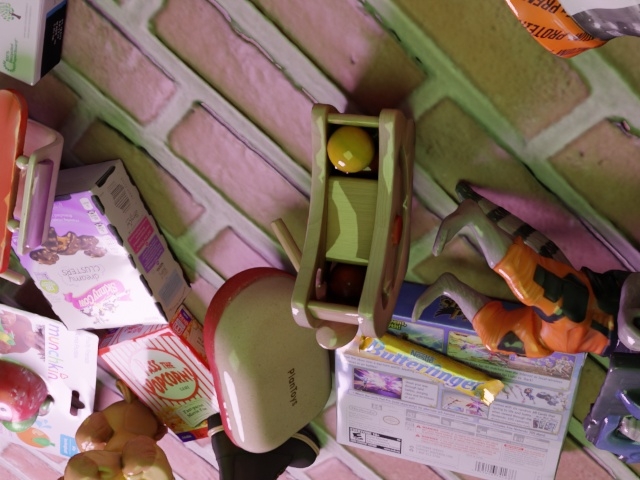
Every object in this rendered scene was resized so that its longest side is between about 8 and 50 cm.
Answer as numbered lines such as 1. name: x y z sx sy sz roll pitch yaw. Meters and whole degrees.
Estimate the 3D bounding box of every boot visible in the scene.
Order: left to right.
1. boot: -0.071 0.309 1.113 0.077 0.137 0.198 -29 143 31

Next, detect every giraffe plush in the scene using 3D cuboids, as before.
1. giraffe plush: -0.271 0.289 1.191 0.210 0.170 0.181 8 127 -35

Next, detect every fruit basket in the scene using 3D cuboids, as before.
1. fruit basket: -0.491 0.191 1.209 0.353 0.165 0.327 21 133 3

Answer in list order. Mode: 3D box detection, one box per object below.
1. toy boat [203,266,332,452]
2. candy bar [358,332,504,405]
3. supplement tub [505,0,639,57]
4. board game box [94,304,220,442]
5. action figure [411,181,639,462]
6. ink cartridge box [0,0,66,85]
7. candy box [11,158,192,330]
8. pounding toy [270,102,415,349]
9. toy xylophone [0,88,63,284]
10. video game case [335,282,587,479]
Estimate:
1. toy boat: -0.082 0.128 1.029 0.151 0.151 0.231 31 141 37
2. candy bar: 0.116 0.134 0.931 0.162 0.018 0.040 22 132 3
3. supplement tub: 0.263 -0.254 0.501 0.338 0.207 0.207 -25 115 35
4. board game box: -0.185 0.182 1.158 0.147 0.045 0.193 -21 117 34
5. action figure: 0.262 0.040 0.757 0.330 0.178 0.341 18 144 8
6. ink cartridge box: -0.407 -0.293 0.841 0.333 0.065 0.165 24 133 0
7. candy box: -0.273 0.012 1.034 0.165 0.070 0.196 -8 124 27
8. pounding toy: 0.000 0.000 0.823 0.155 0.154 0.269 7 112 17
9. toy xylophone: -0.409 -0.071 0.950 0.323 0.081 0.236 15 110 21
10. video game case: 0.152 0.166 0.996 0.270 0.061 0.244 11 131 14
